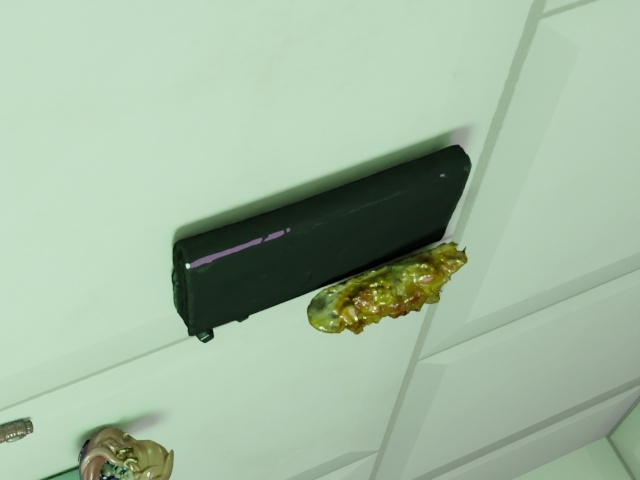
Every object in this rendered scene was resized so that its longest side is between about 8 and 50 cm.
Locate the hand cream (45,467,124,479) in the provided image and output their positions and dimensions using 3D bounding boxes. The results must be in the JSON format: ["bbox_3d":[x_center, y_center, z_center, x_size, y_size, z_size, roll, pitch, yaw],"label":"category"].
[{"bbox_3d":[-0.481,0.437,1.792,0.331,0.058,0.085,-19,155,-18],"label":"hand cream"}]

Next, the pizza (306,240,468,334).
[{"bbox_3d":[0.117,0.069,1.594,0.226,0.086,0.335,-23,175,38],"label":"pizza"}]

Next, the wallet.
[{"bbox_3d":[0.000,-0.001,1.463,0.406,0.062,0.228,-21,154,-17],"label":"wallet"}]

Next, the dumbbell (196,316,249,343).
[{"bbox_3d":[-0.143,0.112,1.554,0.083,0.040,0.036,-31,-173,4],"label":"dumbbell"}]

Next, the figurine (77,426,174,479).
[{"bbox_3d":[-0.311,0.347,1.726,0.157,0.114,0.126,-20,174,19],"label":"figurine"}]

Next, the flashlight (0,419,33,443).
[{"bbox_3d":[-0.463,0.282,1.556,0.110,0.031,0.052,-13,150,-29],"label":"flashlight"}]
